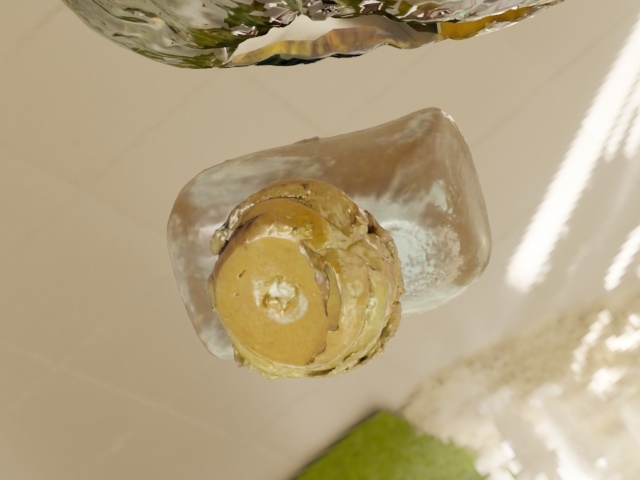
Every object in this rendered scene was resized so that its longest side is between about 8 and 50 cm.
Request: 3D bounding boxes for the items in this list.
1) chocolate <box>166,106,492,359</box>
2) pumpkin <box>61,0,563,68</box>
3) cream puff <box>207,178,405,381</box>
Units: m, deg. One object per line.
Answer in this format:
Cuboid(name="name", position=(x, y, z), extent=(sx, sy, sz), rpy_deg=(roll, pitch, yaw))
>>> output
Cuboid(name="chocolate", position=(0.000, 0.002, 1.260), extent=(0.254, 0.157, 0.080), rpy_deg=(-14, -172, 11))
Cuboid(name="pumpkin", position=(0.015, -0.185, 0.755), extent=(0.320, 0.192, 0.320), rpy_deg=(-10, -178, 0))
Cuboid(name="cream puff", position=(-0.005, 0.026, 1.003), extent=(0.104, 0.119, 0.133), rpy_deg=(-48, 145, -48))
